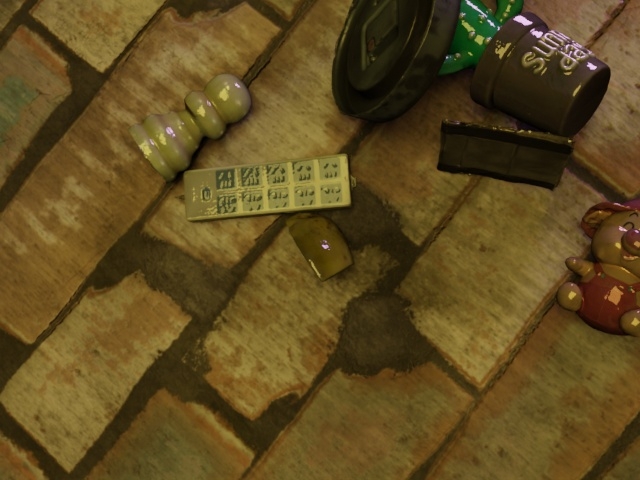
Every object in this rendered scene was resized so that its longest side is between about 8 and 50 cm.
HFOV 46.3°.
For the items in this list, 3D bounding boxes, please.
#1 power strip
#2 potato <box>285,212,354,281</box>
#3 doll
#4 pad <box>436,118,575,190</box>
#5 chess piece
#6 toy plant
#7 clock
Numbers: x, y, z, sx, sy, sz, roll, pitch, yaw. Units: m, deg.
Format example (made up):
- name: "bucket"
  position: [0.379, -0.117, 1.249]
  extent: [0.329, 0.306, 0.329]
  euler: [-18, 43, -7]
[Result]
- name: "power strip"
  position: [-0.112, -0.101, 1.490]
  extent: [0.367, 0.043, 0.106]
  euler: [-6, 83, 8]
- name: "potato"
  position: [0.000, 0.000, 1.416]
  extent: [0.081, 0.120, 0.149]
  euler: [-36, 89, 4]
- name: "doll"
  position: [0.543, 0.039, 1.329]
  extent: [0.196, 0.152, 0.256]
  euler: [29, 84, -3]
- name: "pad"
  position: [0.332, -0.156, 1.374]
  extent: [0.233, 0.174, 0.022]
  euler: [10, 66, 11]
- name: "chess piece"
  position: [-0.247, -0.236, 1.492]
  extent: [0.243, 0.133, 0.133]
  euler: [-36, 80, -4]
- name: "toy plant"
  position: [0.331, -0.355, 1.388]
  extent: [0.400, 0.185, 0.279]
  euler: [39, 99, 26]
- name: "clock"
  position: [0.129, -0.370, 1.359]
  extent: [0.067, 0.325, 0.325]
  euler: [17, 86, -27]
